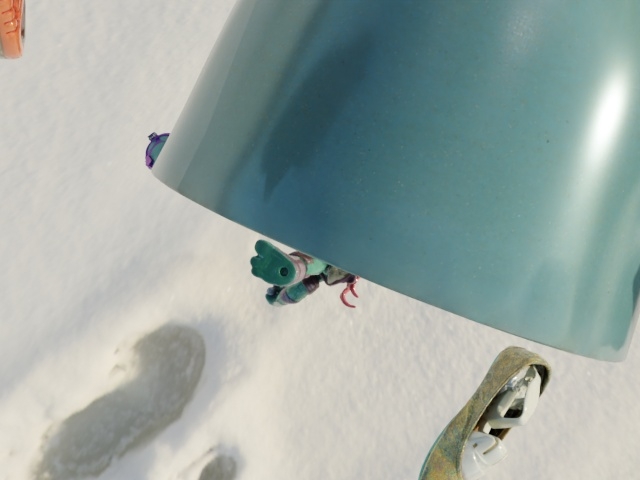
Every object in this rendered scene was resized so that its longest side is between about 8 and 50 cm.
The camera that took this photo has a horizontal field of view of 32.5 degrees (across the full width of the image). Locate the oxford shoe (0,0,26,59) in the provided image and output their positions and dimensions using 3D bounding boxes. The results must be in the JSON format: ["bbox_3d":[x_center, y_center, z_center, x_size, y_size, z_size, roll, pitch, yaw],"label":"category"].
[{"bbox_3d":[-0.182,-0.169,0.385,0.098,0.097,0.271,-16,137,1],"label":"oxford shoe"}]

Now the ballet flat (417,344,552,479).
[{"bbox_3d":[0.300,0.330,1.946,0.123,0.123,0.348,44,64,-9],"label":"ballet flat"}]

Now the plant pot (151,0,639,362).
[{"bbox_3d":[0.082,-0.095,0.631,0.293,0.293,0.235,22,96,-4],"label":"plant pot"}]

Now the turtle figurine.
[{"bbox_3d":[0.000,0.000,1.232,0.118,0.234,0.175,15,90,13],"label":"turtle figurine"}]

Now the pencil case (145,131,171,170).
[{"bbox_3d":[-0.218,-0.115,1.725,0.070,0.151,0.064,-24,64,13],"label":"pencil case"}]
